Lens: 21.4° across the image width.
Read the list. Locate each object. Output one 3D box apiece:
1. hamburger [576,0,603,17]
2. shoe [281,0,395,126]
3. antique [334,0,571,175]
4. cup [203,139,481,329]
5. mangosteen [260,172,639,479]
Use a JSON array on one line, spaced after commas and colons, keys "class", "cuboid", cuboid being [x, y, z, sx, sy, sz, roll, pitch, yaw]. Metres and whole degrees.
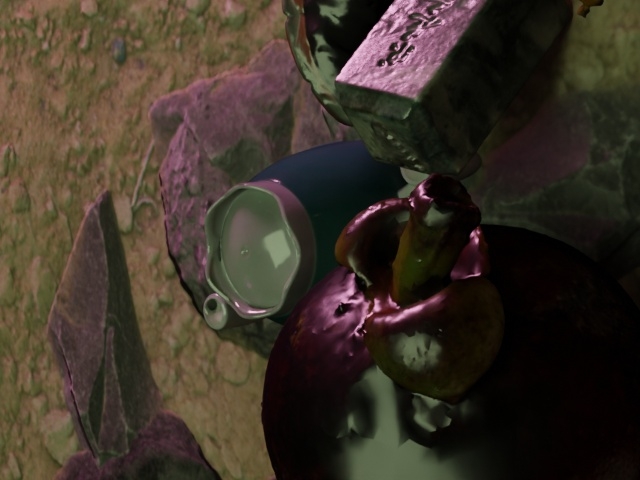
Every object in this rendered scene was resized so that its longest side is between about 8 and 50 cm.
[{"class": "hamburger", "cuboid": [0.186, -0.337, 1.104, 0.209, 0.162, 0.330, 28, 125, -9]}, {"class": "shoe", "cuboid": [0.041, -0.238, 1.369, 0.137, 0.114, 0.291, -5, 93, 34]}, {"class": "antique", "cuboid": [0.096, -0.138, 1.265, 0.088, 0.183, 0.086, 15, 151, 41]}, {"class": "cup", "cuboid": [0.000, 0.000, 1.389, 0.299, 0.173, 0.168, -37, 69, 41]}, {"class": "mangosteen", "cuboid": [0.098, 0.118, 1.218, 0.297, 0.293, 0.297, -3, 78, 16]}]
